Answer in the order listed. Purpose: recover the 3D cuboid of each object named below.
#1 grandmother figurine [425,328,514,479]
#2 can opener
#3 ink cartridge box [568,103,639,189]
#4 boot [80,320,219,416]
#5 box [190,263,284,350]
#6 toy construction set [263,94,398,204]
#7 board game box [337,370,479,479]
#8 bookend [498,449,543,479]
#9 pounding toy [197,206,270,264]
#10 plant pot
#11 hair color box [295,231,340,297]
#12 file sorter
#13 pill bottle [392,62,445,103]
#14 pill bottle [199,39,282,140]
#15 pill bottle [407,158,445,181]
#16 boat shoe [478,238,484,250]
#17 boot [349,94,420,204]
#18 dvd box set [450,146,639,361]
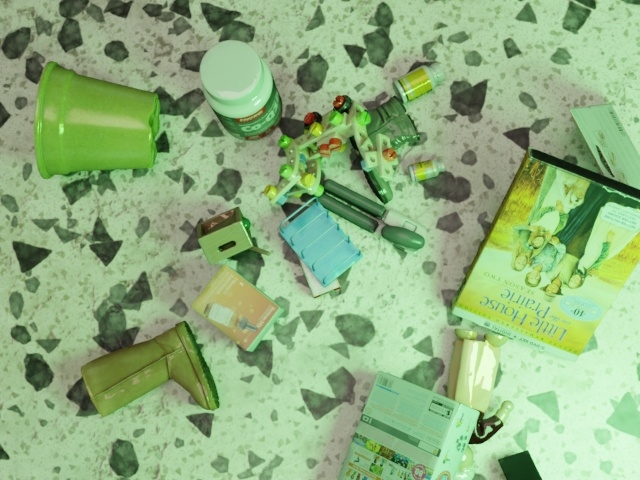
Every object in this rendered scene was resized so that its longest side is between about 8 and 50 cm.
[{"bbox_3d":[0.322,0.375,1.830,0.208,0.104,0.342,5,79,26],"label":"grandmother figurine"},{"bbox_3d":[0.121,-0.060,1.915,0.283,0.095,0.076,28,84,8],"label":"can opener"},{"bbox_3d":[0.649,-0.172,1.832,0.060,0.239,0.275,-34,77,42],"label":"ink cartridge box"},{"bbox_3d":[-0.393,0.340,1.903,0.269,0.089,0.236,-27,70,0],"label":"boot"},{"bbox_3d":[-0.192,0.158,1.908,0.170,0.091,0.130,37,85,9],"label":"box"},{"bbox_3d":[0.023,-0.202,1.864,0.327,0.151,0.215,-10,55,33],"label":"toy construction set"},{"bbox_3d":[0.181,0.467,1.776,0.224,0.097,0.303,17,81,42],"label":"board game box"},{"bbox_3d":[0.460,0.576,1.791,0.072,0.156,0.157,-18,36,2],"label":"bookend"},{"bbox_3d":[-0.205,-0.003,1.914,0.141,0.130,0.100,-23,112,0],"label":"pounding toy"},{"bbox_3d":[-0.516,-0.271,1.933,0.254,0.276,0.276,5,81,-6],"label":"plant pot"},{"bbox_3d":[-0.009,0.059,1.933,0.072,0.043,0.141,-21,81,0],"label":"hair color box"},{"bbox_3d":[0.000,0.000,1.868,0.118,0.104,0.170,-39,81,-5],"label":"file sorter"},{"bbox_3d":[0.238,-0.383,1.972,0.116,0.065,0.065,-28,80,0],"label":"pill bottle"},{"bbox_3d":[-0.182,-0.343,1.888,0.161,0.283,0.161,-1,81,5],"label":"pill bottle"},{"bbox_3d":[0.253,-0.169,1.948,0.083,0.043,0.043,-15,80,2],"label":"pill bottle"},{"bbox_3d":[0.526,0.037,1.868,0.324,0.123,0.116,-7,108,7],"label":"boat shoe"},{"bbox_3d":[0.167,-0.222,1.943,0.161,0.083,0.246,-21,75,0],"label":"boot"},{"bbox_3d":[0.500,0.041,1.755,0.307,0.062,0.420,23,121,3],"label":"dvd box set"}]
